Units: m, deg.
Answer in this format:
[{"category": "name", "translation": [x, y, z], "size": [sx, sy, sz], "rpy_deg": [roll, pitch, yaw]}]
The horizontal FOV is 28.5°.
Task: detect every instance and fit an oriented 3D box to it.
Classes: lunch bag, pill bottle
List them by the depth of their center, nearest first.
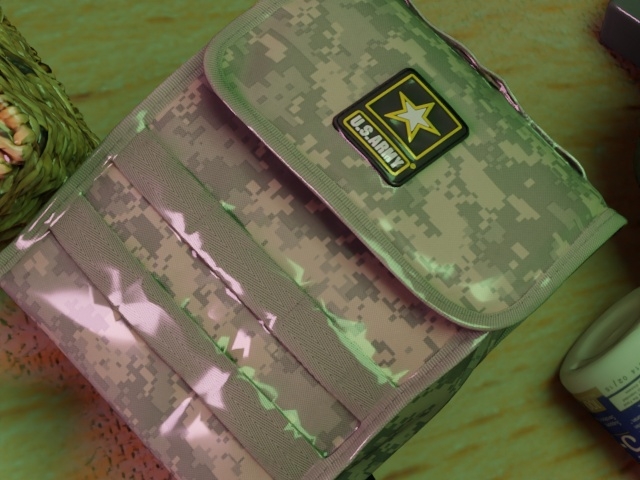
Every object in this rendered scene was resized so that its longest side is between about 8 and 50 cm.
[{"category": "lunch bag", "translation": [0.000, 0.000, 0.729], "size": [0.287, 0.169, 0.235], "rpy_deg": [-45, 78, 6]}, {"category": "pill bottle", "translation": [0.278, 0.130, 0.930], "size": [0.187, 0.112, 0.112], "rpy_deg": [46, 59, -2]}]

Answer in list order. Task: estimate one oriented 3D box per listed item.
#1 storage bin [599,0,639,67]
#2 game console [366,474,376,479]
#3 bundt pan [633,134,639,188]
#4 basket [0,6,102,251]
[{"category": "storage bin", "translation": [0.308, -0.181, 1.079], "size": [0.135, 0.098, 0.091], "rpy_deg": [41, 70, 20]}, {"category": "game console", "translation": [-0.002, 0.274, 0.709], "size": [0.293, 0.173, 0.250], "rpy_deg": [-28, 84, -31]}, {"category": "bundt pan", "translation": [0.377, -0.082, 0.993], "size": [0.330, 0.124, 0.331], "rpy_deg": [-10, 110, -27]}, {"category": "basket", "translation": [-0.304, -0.097, 0.762], "size": [0.213, 0.223, 0.299], "rpy_deg": [-39, 89, 2]}]
